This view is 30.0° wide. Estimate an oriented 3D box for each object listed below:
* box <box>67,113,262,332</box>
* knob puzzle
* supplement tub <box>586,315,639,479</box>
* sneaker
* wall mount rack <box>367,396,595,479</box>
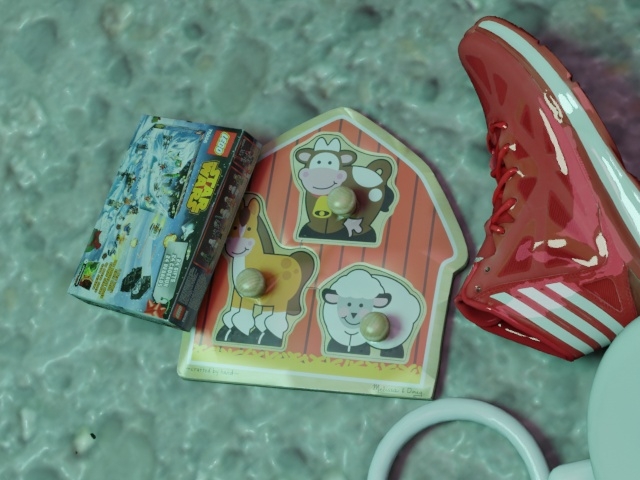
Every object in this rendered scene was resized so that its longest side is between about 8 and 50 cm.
[{"bbox_3d":[-0.104,-0.014,0.800,0.094,0.027,0.137,12,75,35],"label":"box"},{"bbox_3d":[0.000,0.000,0.777,0.213,0.030,0.213,-5,70,14],"label":"knob puzzle"},{"bbox_3d":[0.245,0.082,0.578,0.200,0.144,0.144,-11,62,-34],"label":"supplement tub"},{"bbox_3d":[0.116,-0.027,0.724,0.128,0.087,0.221,-32,65,0],"label":"sneaker"},{"bbox_3d":[0.044,0.254,0.624,0.304,0.130,0.350,-16,68,9],"label":"wall mount rack"}]
